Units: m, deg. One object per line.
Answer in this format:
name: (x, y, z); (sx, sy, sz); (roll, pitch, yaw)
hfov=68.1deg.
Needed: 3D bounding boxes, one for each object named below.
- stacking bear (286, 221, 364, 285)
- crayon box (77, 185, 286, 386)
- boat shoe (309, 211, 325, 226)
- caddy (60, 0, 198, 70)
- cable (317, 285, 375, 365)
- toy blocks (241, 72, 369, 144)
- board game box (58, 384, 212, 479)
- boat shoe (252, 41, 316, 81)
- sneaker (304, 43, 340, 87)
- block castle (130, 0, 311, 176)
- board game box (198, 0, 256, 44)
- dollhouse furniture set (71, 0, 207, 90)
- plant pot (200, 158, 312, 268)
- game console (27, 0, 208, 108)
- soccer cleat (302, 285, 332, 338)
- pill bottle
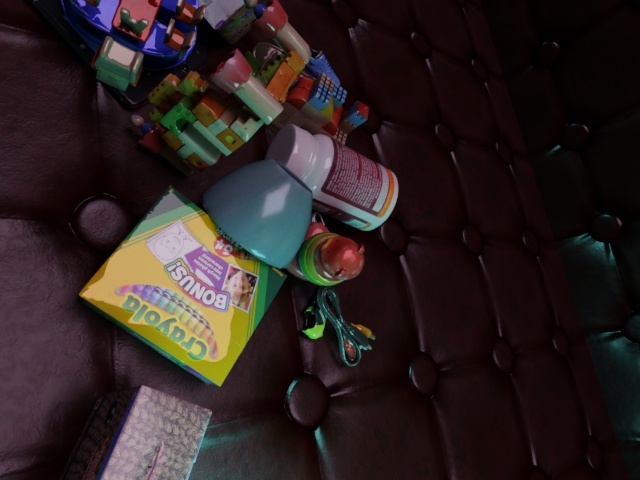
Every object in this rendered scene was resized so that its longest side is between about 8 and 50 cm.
stacking bear: (0.024, 0.047, 1.304); (0.175, 0.289, 0.164); (-43, 103, -15)
crayon box: (-0.308, 0.109, 1.114); (0.363, 0.106, 0.313); (39, 60, -17)
boat shoe: (0.000, 0.000, 1.485); (0.066, 0.063, 0.184); (0, 72, -39)
caddy: (-0.478, -0.593, 1.210); (0.341, 0.179, 0.241); (24, 86, -27)
cable: (0.058, 0.261, 1.406); (0.287, 0.072, 0.139); (48, 63, -23)
toy blocks: (-0.030, -0.410, 1.497); (0.381, 0.261, 0.190); (31, 56, -25)
board game box: (-0.359, 0.412, 0.876); (0.141, 0.291, 0.232); (32, 54, -25)
boat shoe: (-0.103, -0.545, 1.606); (0.307, 0.104, 0.110); (34, 94, -19)
sneaker: (0.003, -0.635, 1.737); (0.209, 0.082, 0.069); (33, 53, -26)
block castle: (-0.262, -0.371, 1.175); (0.213, 0.453, 0.303); (42, 52, -27)
board game box: (-0.278, -0.701, 1.400); (0.144, 0.142, 0.275); (51, 8, -11)
dollhouse furniture set: (-0.437, -0.495, 1.096); (0.262, 0.135, 0.259); (22, 77, -27)
plant pot: (-0.133, -0.095, 1.232); (0.290, 0.195, 0.290); (41, 9, -8)
game console: (-0.532, -0.585, 1.302); (0.386, 0.060, 0.342); (48, 49, -12)
soccer cleat: (-0.007, 0.200, 1.396); (0.072, 0.060, 0.178); (42, 52, -40)
pill bottle: (0.032, -0.194, 1.485); (0.392, 0.224, 0.224); (22, 60, -31)
